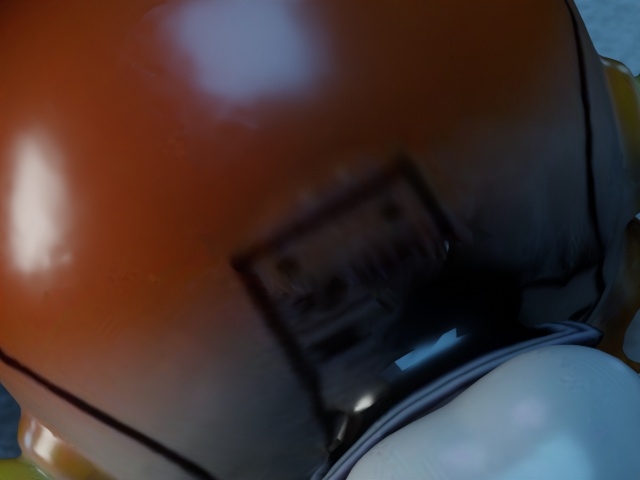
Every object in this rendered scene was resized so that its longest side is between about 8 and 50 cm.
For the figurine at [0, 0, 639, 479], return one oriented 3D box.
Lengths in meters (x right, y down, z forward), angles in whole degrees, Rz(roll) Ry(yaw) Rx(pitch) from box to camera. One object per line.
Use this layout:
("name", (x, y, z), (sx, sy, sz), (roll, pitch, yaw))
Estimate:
("figurine", (0.000, -0.001, 0.591), (0.320, 0.196, 0.323), (-33, 62, -5))
